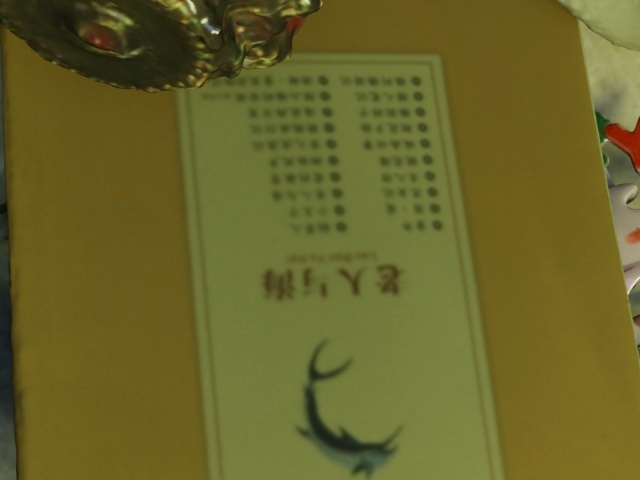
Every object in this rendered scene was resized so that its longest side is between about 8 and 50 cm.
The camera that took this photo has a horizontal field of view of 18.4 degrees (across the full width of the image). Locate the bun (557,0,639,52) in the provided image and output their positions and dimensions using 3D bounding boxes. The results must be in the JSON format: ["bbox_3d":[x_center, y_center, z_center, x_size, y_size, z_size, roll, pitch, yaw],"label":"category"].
[{"bbox_3d":[0.179,-0.190,0.877,0.231,0.133,0.231,4,77,-19],"label":"bun"}]

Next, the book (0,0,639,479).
[{"bbox_3d":[0.000,0.000,0.844,0.269,0.032,0.389,-1,68,-10],"label":"book"}]

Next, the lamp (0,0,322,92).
[{"bbox_3d":[-0.050,-0.195,0.805,0.177,0.177,0.274,18,65,-11],"label":"lamp"}]

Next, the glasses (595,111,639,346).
[{"bbox_3d":[0.203,-0.017,0.941,0.255,0.095,0.162,-29,77,1],"label":"glasses"}]
